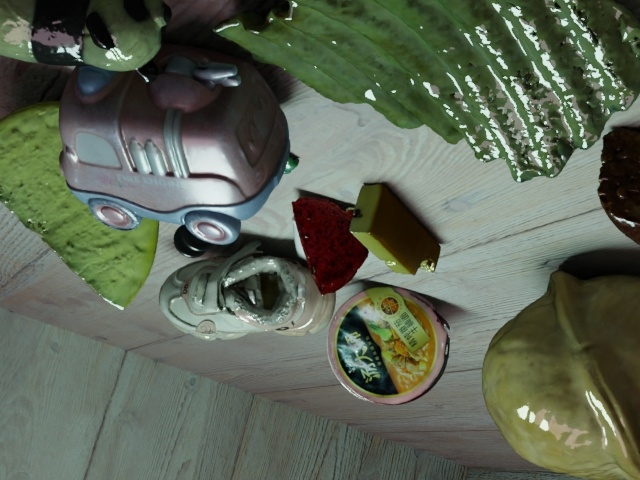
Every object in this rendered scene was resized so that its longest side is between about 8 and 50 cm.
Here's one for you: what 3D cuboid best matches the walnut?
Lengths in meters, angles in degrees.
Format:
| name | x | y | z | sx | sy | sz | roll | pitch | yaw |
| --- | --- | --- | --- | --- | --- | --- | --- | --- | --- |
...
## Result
| name | x | y | z | sx | sy | sz | roll | pitch | yaw |
| --- | --- | --- | --- | --- | --- | --- | --- | --- | --- |
| walnut | 0.434 | 0.212 | 1.435 | 0.381 | 0.381 | 0.381 | 13 | 161 | 5 |

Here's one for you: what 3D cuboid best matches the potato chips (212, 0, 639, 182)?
| name | x | y | z | sx | sy | sz | roll | pitch | yaw |
| --- | --- | --- | --- | --- | --- | --- | --- | --- | --- |
| potato chips | 0.103 | -0.182 | 0.924 | 0.389 | 0.097 | 0.373 | 23 | 160 | -18 |

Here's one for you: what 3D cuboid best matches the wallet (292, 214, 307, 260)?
| name | x | y | z | sx | sy | sz | roll | pitch | yaw |
| --- | --- | --- | --- | --- | --- | --- | --- | --- | --- |
| wallet | 0.000 | 0.000 | 1.593 | 0.095 | 0.033 | 0.190 | 14 | 160 | 8 |

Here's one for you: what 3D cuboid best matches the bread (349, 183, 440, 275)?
| name | x | y | z | sx | sy | sz | roll | pitch | yaw |
| --- | --- | --- | --- | --- | --- | --- | --- | --- | --- |
| bread | 0.121 | -0.002 | 1.420 | 0.049 | 0.088 | 0.226 | 0 | 154 | 32 |

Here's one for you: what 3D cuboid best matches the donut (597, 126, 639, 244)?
| name | x | y | z | sx | sy | sz | roll | pitch | yaw |
| --- | --- | --- | --- | --- | --- | --- | --- | --- | --- |
| donut | 0.412 | -0.041 | 1.062 | 0.144 | 0.126 | 0.186 | 8 | 161 | 39 |

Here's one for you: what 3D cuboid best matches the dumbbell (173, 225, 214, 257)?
| name | x | y | z | sx | sy | sz | roll | pitch | yaw |
| --- | --- | --- | --- | --- | --- | --- | --- | --- | --- |
| dumbbell | -0.229 | -0.007 | 1.681 | 0.069 | 0.069 | 0.147 | 20 | 159 | -16 |

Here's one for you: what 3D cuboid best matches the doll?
| name | x | y | z | sx | sy | sz | roll | pitch | yaw |
| --- | --- | --- | --- | --- | --- | --- | --- | --- | --- |
| doll | -0.271 | -0.247 | 0.965 | 0.234 | 0.135 | 0.143 | 12 | 163 | -3 |

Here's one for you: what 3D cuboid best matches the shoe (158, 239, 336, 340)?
| name | x | y | z | sx | sy | sz | roll | pitch | yaw |
| --- | --- | --- | --- | --- | --- | --- | --- | --- | --- |
| shoe | -0.158 | 0.092 | 1.740 | 0.351 | 0.171 | 0.198 | -4 | 166 | 14 |

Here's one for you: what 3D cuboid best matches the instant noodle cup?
| name | x | y | z | sx | sy | sz | roll | pitch | yaw |
| --- | --- | --- | --- | --- | --- | --- | --- | --- | --- |
| instant noodle cup | 0.123 | 0.221 | 1.871 | 0.244 | 0.244 | 0.255 | 15 | 169 | -1 |

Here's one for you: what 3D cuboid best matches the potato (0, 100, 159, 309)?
| name | x | y | z | sx | sy | sz | roll | pitch | yaw |
| --- | --- | --- | --- | --- | --- | --- | --- | --- | --- |
| potato | -0.361 | -0.094 | 1.402 | 0.330 | 0.213 | 0.280 | 50 | 172 | -24 |

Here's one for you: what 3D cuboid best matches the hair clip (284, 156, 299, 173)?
| name | x | y | z | sx | sy | sz | roll | pitch | yaw |
| --- | --- | --- | --- | --- | --- | --- | --- | --- | --- |
| hair clip | -0.129 | -0.127 | 1.336 | 0.195 | 0.052 | 0.124 | 9 | 171 | -7 |

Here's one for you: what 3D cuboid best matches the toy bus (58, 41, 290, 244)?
| name | x | y | z | sx | sy | sz | roll | pitch | yaw |
| --- | --- | --- | --- | --- | --- | --- | --- | --- | --- |
| toy bus | -0.189 | -0.143 | 1.123 | 0.294 | 0.197 | 0.232 | 10 | 150 | 16 |

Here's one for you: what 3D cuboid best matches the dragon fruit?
| name | x | y | z | sx | sy | sz | roll | pitch | yaw |
| --- | --- | --- | --- | --- | --- | --- | --- | --- | --- |
| dragon fruit | 0.022 | 0.002 | 1.468 | 0.106 | 0.162 | 0.083 | -18 | 171 | -5 |
